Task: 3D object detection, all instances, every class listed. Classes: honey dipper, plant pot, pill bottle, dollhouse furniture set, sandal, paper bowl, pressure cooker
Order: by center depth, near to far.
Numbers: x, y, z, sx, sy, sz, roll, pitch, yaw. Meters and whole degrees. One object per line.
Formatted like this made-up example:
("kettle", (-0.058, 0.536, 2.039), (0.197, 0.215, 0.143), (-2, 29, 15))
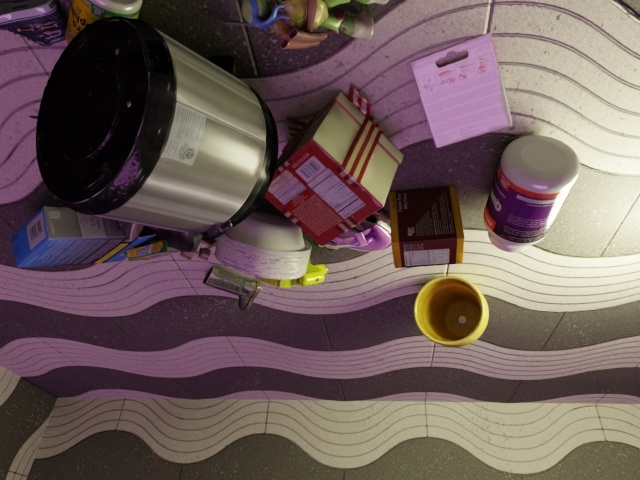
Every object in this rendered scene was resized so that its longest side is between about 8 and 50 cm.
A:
("pill bottle", (-0.442, -0.428, 0.948), (0.118, 0.117, 0.208), (22, 141, -24))
("pressure cooker", (-0.296, -0.194, 0.977), (0.370, 0.375, 0.420), (-40, 155, 22))
("pill bottle", (0.542, -0.108, 1.252), (0.182, 0.181, 0.322), (0, 144, 5))
("paper bowl", (-0.168, 0.004, 1.426), (0.284, 0.284, 0.148), (11, 104, -10))
("honey dipper", (0.143, -0.100, 1.431), (0.161, 0.030, 0.030), (28, 138, -25))
("sandal", (0.050, -0.033, 1.465), (0.416, 0.102, 0.169), (24, 140, -26))
("dollhouse furniture set", (-0.362, 0.026, 1.533), (0.182, 0.160, 0.101), (31, 136, -31))
("plant pot", (0.507, 0.279, 1.760), (0.254, 0.253, 0.239), (-16, 154, 25))

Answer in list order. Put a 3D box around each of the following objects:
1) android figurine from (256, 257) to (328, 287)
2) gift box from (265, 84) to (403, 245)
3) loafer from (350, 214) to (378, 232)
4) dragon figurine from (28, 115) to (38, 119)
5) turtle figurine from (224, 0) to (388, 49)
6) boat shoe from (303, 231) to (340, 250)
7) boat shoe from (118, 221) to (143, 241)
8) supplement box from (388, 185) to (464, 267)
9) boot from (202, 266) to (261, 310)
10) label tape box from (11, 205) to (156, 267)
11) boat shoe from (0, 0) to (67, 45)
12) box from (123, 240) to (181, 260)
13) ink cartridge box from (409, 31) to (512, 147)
("android figurine", (-0.110, 0.093, 1.558), (0.273, 0.056, 0.248), (-3, -159, -44))
("gift box", (0.025, -0.193, 1.129), (0.255, 0.258, 0.276), (-28, 114, 39))
("loafer", (0.055, -0.114, 1.340), (0.268, 0.096, 0.084), (33, 154, -29))
("dragon figurine", (-0.671, -0.195, 1.268), (0.085, 0.144, 0.289), (-5, 143, 10))
("turtle figurine", (-0.027, -0.468, 0.872), (0.267, 0.274, 0.197), (-6, 125, -20))
("boat shoe", (0.000, 0.000, 1.556), (0.152, 0.056, 0.049), (28, 133, -30))
("boat shoe", (-0.555, -0.129, 1.396), (0.096, 0.112, 0.335), (30, 134, -5))
("supplement box", (0.301, -0.039, 1.360), (0.194, 0.191, 0.129), (-5, 143, 10))
("boot", (-0.356, 0.191, 1.836), (0.209, 0.076, 0.189), (14, 129, -25))
("label tape box", (-0.760, -0.010, 1.532), (0.249, 0.115, 0.348), (-26, 167, 34))
("boat shoe", (-0.619, -0.445, 0.983), (0.184, 0.065, 0.083), (-4, 142, 9))
("box", (-0.581, 0.038, 1.630), (0.179, 0.043, 0.105), (-11, 177, 22))
("ink cartridge box", (0.323, -0.341, 1.079), (0.181, 0.056, 0.224), (-14, 122, 23))
